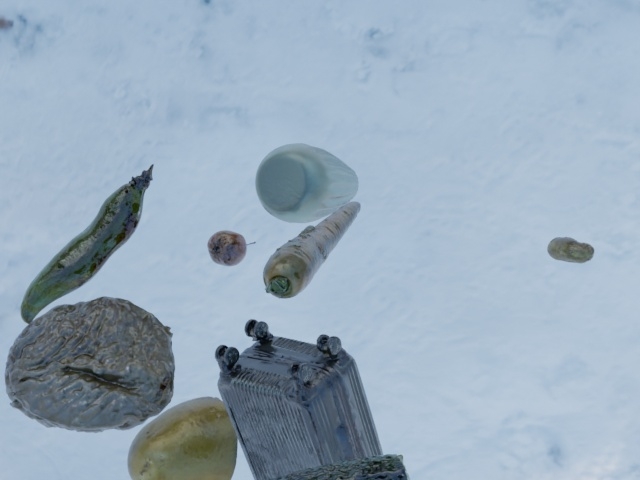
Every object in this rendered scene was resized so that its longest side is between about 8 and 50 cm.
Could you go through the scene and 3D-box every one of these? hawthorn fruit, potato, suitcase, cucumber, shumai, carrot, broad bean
[{"bbox_3d":[-0.155,0.012,1.812,0.103,0.066,0.067,-8,82,-59],"label":"hawthorn fruit"},{"bbox_3d":[0.436,0.017,1.782,0.046,0.092,0.045,23,86,-46],"label":"potato"},{"bbox_3d":[-0.254,0.366,1.748,0.158,0.203,0.178,4,66,-46],"label":"potato"},{"bbox_3d":[-0.021,0.274,1.487,0.128,0.202,0.312,-39,123,-40],"label":"suitcase"},{"bbox_3d":[0.007,0.273,1.114,0.187,0.058,0.058,-13,85,7],"label":"cucumber"},{"bbox_3d":[-0.273,0.175,1.258,0.205,0.176,0.166,6,59,3],"label":"shumai"},{"bbox_3d":[0.000,0.000,1.059,0.049,0.049,0.254,54,28,-4],"label":"carrot"},{"bbox_3d":[-0.382,0.009,1.708,0.077,0.061,0.339,39,81,10],"label":"broad bean"}]

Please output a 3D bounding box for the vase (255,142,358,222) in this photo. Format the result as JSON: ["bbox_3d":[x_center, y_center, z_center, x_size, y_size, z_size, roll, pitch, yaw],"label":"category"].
[{"bbox_3d":[-0.010,-0.093,1.679,0.128,0.248,0.128,1,93,24],"label":"vase"}]
